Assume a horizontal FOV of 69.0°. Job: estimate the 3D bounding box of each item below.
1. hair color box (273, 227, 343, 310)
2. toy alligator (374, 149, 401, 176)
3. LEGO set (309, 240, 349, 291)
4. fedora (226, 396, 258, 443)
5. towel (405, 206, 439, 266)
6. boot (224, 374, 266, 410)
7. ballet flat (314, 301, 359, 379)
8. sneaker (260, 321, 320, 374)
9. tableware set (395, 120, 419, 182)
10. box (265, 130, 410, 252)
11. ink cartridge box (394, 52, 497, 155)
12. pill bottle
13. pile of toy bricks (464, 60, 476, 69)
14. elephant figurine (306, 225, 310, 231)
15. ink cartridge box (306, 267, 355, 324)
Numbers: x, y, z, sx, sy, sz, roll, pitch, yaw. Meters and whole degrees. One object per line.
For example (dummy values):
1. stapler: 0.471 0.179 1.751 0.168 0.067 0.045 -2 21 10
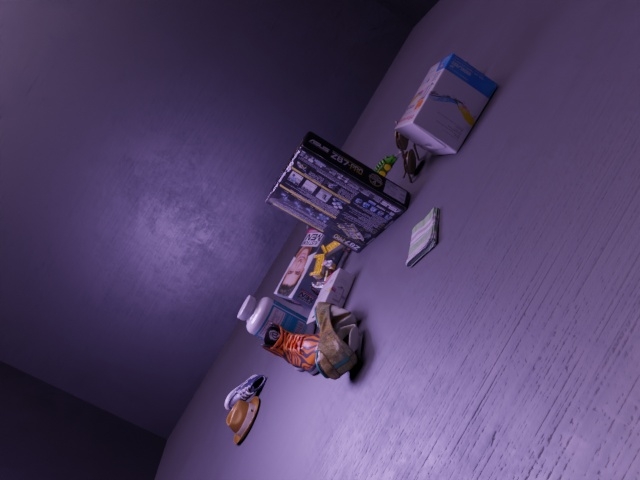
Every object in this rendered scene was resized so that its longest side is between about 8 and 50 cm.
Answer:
1. hair color box: -0.031 0.094 1.956 0.185 0.114 0.374 0 59 62
2. toy alligator: 0.280 -0.332 1.974 0.189 0.051 0.056 -53 12 30
3. LEGO set: 0.060 0.081 1.817 0.132 0.107 0.286 14 64 43
4. fedora: -0.313 0.686 1.811 0.194 0.079 0.194 -56 11 17
5. towel: 0.264 -0.011 1.215 0.113 0.023 0.152 -49 14 40
6. boot: -0.308 0.618 1.905 0.190 0.069 0.086 -42 3 -32
7. ballet flat: 0.051 0.251 1.285 0.123 0.123 0.348 -56 10 15
8. sneaker: -0.091 0.334 1.470 0.321 0.180 0.124 -42 20 59
9. tableware set: 0.281 -0.305 1.567 0.039 0.194 0.128 1 50 30
10. box: 0.050 -0.145 1.579 0.318 0.395 0.097 -49 16 48
11. ink cartridge box: 0.370 -0.398 1.405 0.232 0.168 0.171 -60 11 1
12. pill bottle: -0.164 0.300 1.681 0.146 0.264 0.146 -56 10 15
13. pile of toy bricks: 0.451 -0.514 1.611 0.212 0.118 0.104 -17 70 52
14. elephant figurine: -0.008 -0.065 2.402 0.170 0.186 0.239 3 65 29
15. ink cartridge box: 0.034 0.203 1.575 0.198 0.067 0.115 -63 10 -30
